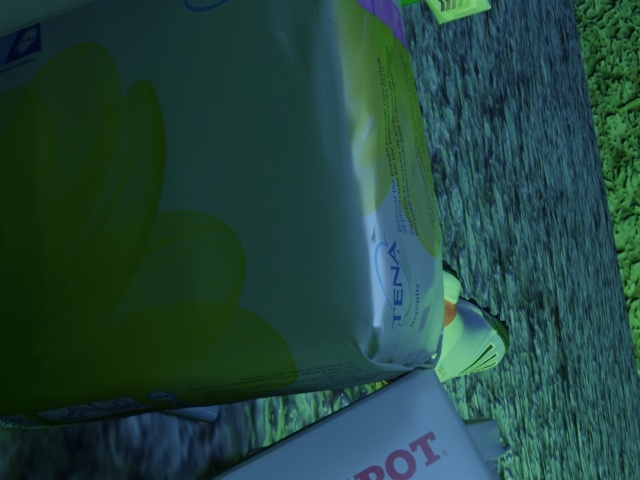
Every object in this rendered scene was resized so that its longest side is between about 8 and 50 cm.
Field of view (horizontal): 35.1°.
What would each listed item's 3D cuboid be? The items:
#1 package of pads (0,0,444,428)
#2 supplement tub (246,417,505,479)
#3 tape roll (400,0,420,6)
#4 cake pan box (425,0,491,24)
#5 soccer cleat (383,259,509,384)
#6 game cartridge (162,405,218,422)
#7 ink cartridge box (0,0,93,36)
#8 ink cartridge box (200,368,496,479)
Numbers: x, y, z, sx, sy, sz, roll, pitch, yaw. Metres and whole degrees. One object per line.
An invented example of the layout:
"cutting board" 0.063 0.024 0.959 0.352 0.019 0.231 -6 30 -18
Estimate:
"package of pads" -0.064 -0.066 0.503 0.101 0.229 0.296 16 65 -63
"supplement tub" 0.050 0.261 0.647 0.191 0.191 0.272 12 68 -64
"tape roll" 0.042 -0.405 1.076 0.321 0.077 0.321 38 46 -55
"cake pan box" 0.104 -0.393 1.034 0.246 0.070 0.266 46 39 -46
"soccer cleat" 0.101 0.097 0.974 0.116 0.109 0.318 -67 155 -8
"game cartridge" -0.086 0.072 0.653 0.056 0.017 0.083 29 53 -55
"ink cartridge box" -0.183 -0.208 0.380 0.171 0.168 0.232 10 69 -63
"ink cartridge box" 0.015 0.243 0.443 0.223 0.129 0.307 -22 78 -33
